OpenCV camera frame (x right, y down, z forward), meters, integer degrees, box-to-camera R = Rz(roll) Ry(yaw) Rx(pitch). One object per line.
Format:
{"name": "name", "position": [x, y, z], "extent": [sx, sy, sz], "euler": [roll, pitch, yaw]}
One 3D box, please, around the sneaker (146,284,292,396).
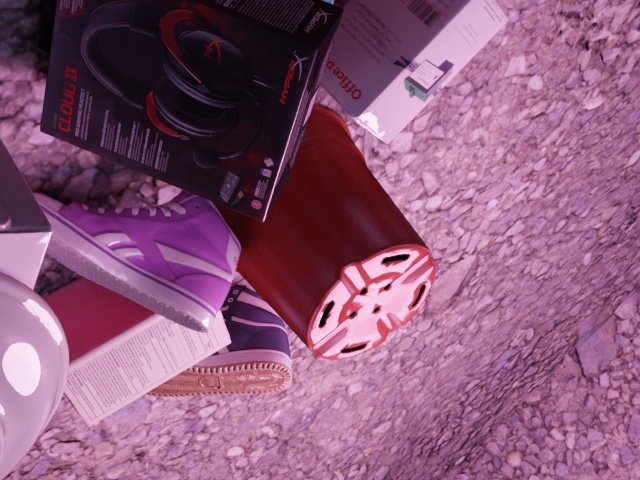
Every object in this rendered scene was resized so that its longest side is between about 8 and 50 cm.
{"name": "sneaker", "position": [-0.184, 0.148, 1.507], "extent": [0.282, 0.153, 0.099], "euler": [2, 138, -4]}

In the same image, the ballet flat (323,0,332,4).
{"name": "ballet flat", "position": [-0.057, -0.300, 1.087], "extent": [0.139, 0.139, 0.400], "euler": [-22, 146, -24]}

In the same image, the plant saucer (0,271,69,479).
{"name": "plant saucer", "position": [-0.426, 0.197, 0.974], "extent": [0.400, 0.100, 0.401], "euler": [-23, 141, -20]}

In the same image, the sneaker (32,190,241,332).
{"name": "sneaker", "position": [-0.231, -0.018, 1.239], "extent": [0.282, 0.102, 0.161], "euler": [31, 71, -20]}

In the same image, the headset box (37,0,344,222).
{"name": "headset box", "position": [-0.151, -0.179, 1.031], "extent": [0.110, 0.293, 0.218], "euler": [-64, 176, -53]}

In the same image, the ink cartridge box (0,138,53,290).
{"name": "ink cartridge box", "position": [-0.435, 0.033, 1.044], "extent": [0.197, 0.198, 0.270], "euler": [-1, 129, -40]}

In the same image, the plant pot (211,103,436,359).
{"name": "plant pot", "position": [0.000, 0.000, 1.348], "extent": [0.272, 0.265, 0.272], "euler": [-24, 142, -21]}

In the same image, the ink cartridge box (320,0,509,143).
{"name": "ink cartridge box", "position": [0.096, -0.255, 1.247], "extent": [0.219, 0.160, 0.092], "euler": [-45, 145, 10]}

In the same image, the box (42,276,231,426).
{"name": "box", "position": [-0.261, 0.118, 1.358], "extent": [0.232, 0.127, 0.149], "euler": [-30, 144, -14]}
